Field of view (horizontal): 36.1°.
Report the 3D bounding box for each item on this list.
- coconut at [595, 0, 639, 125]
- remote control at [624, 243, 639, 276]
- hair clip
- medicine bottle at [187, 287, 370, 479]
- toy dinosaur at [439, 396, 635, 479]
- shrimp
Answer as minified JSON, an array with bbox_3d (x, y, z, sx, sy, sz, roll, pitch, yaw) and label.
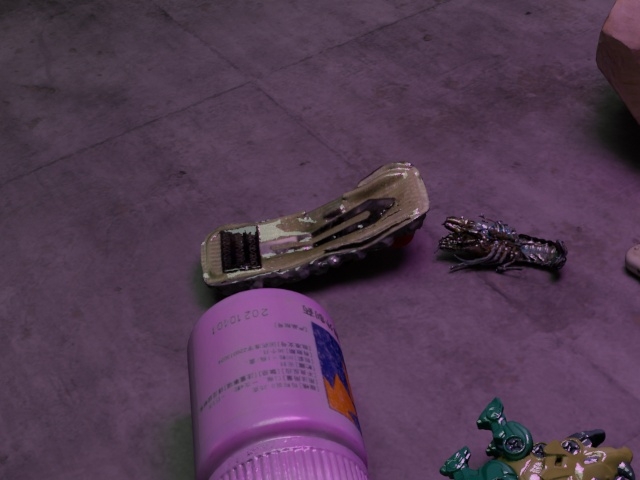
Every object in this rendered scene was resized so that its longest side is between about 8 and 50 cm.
[{"bbox_3d":[0.578,-0.267,1.344,0.415,0.345,0.415,-14,11,3],"label":"coconut"},{"bbox_3d":[0.456,0.018,1.263,0.122,0.032,0.074,-23,40,-17],"label":"remote control"},{"bbox_3d":[0.000,0.001,1.342,0.321,0.091,0.138,-19,46,8],"label":"hair clip"},{"bbox_3d":[-0.045,0.204,1.026,0.178,0.178,0.291,-12,38,-3],"label":"medicine bottle"},{"bbox_3d":[0.184,0.265,0.982,0.259,0.094,0.153,-38,42,-18],"label":"toy dinosaur"},{"bbox_3d":[0.241,0.013,1.307,0.174,0.076,0.082,12,84,19],"label":"shrimp"}]
